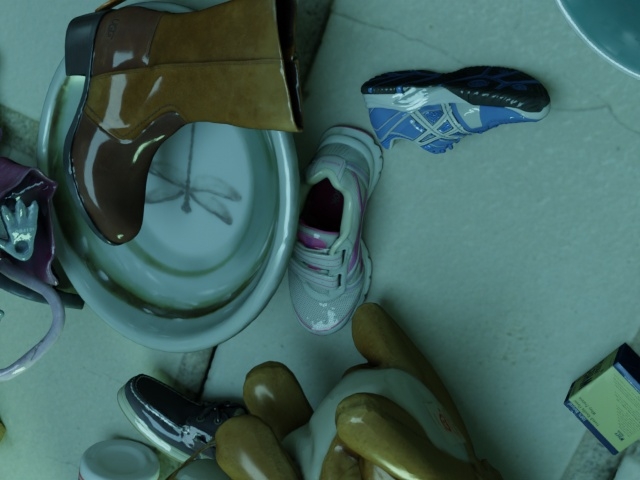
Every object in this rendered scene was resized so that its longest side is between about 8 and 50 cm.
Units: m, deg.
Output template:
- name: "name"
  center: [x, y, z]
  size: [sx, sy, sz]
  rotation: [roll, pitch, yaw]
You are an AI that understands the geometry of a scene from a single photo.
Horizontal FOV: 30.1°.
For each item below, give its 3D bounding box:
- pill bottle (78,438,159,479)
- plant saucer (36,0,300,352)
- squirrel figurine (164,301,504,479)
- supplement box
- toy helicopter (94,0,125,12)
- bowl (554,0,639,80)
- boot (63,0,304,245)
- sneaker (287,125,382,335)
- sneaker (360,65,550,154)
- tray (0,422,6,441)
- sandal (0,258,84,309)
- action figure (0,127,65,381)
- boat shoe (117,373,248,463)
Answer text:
- name: "pill bottle"
  center: [-0.282, 0.379, 1.626]
  size: [0.108, 0.108, 0.193]
  rotation: [17, 114, 17]
- name: "plant saucer"
  center: [-0.163, -0.074, 1.384]
  size: [0.400, 0.100, 0.400]
  rotation: [8, 103, 35]
- name: "squirrel figurine"
  center: [0.013, 0.329, 1.355]
  size: [0.370, 0.281, 0.397]
  rotation: [-37, 110, 15]
- name: "supplement box"
  center: [0.332, 0.176, 1.320]
  size: [0.083, 0.056, 0.083]
  rotation: [46, 119, 2]
- name: "toy helicopter"
  center: [-0.151, -0.380, 1.284]
  size: [0.355, 0.140, 0.235]
  rotation: [-5, 103, 16]
- name: "bowl"
  center: [0.365, -0.298, 1.073]
  size: [0.312, 0.163, 0.311]
  rotation: [8, 111, 21]
- name: "boot"
  center: [-0.134, -0.123, 1.259]
  size: [0.280, 0.096, 0.264]
  rotation: [1, 91, 29]
- name: "sneaker"
  center: [0.000, 0.000, 1.365]
  size: [0.103, 0.111, 0.252]
  rotation: [12, 113, 19]
- name: "sneaker"
  center: [0.148, -0.138, 1.279]
  size: [0.211, 0.080, 0.081]
  rotation: [5, 117, 32]
- name: "tray"
  center: [-0.629, 0.160, 1.627]
  size: [0.203, 0.076, 0.411]
  rotation: [-9, 130, 25]
- name: "sandal"
  center: [-0.424, 0.026, 1.573]
  size: [0.255, 0.097, 0.054]
  rotation: [24, 90, 13]
- name: "action figure"
  center: [-0.441, -0.051, 1.492]
  size: [0.370, 0.248, 0.275]
  rotation: [38, 160, 45]
- name: "boat shoe"
  center: [-0.125, 0.250, 1.521]
  size: [0.285, 0.103, 0.092]
  rotation: [36, 113, 3]
